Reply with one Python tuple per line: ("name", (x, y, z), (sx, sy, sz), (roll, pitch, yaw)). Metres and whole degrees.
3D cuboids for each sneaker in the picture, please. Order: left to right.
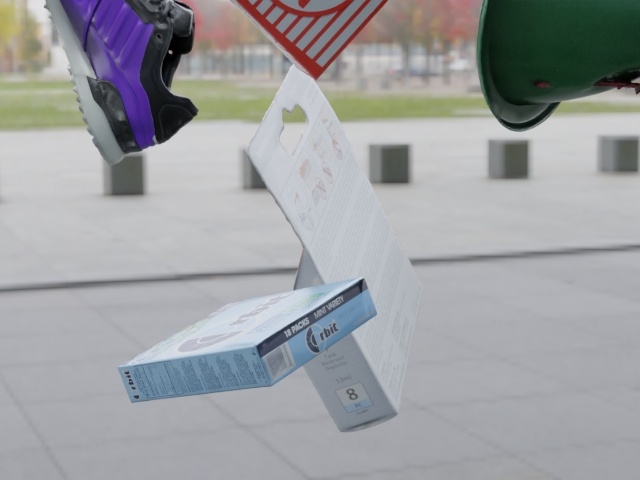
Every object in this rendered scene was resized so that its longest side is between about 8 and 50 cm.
("sneaker", (-0.209, -0.237, 1.429), (0.146, 0.293, 0.102), (-20, -7, 3))

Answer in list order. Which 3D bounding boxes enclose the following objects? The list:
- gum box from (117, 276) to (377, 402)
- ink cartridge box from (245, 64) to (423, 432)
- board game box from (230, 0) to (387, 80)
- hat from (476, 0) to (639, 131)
("gum box", (-0.066, 0.091, 1.200), (0.184, 0.041, 0.157), (-12, 12, 42))
("ink cartridge box", (0.000, 0.000, 1.673), (0.091, 0.385, 0.308), (-21, 22, 21))
("board game box", (0.006, -0.242, 1.001), (0.147, 0.193, 0.045), (41, 2, -29))
("hat", (0.234, -0.139, 0.901), (0.183, 0.173, 0.208), (18, 20, 31))
